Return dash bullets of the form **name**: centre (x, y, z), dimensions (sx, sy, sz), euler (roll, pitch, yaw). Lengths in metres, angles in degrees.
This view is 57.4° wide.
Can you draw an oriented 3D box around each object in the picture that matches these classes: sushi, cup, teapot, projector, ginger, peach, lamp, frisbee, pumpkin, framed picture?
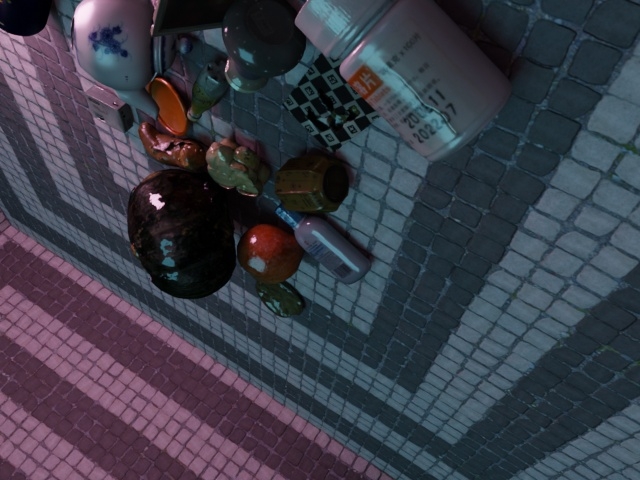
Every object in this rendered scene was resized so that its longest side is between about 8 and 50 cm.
- **sushi**: centre (0.040, -0.327, 1.365), dimensions (0.192, 0.043, 0.279), euler (43, 150, -8)
- **cup**: centre (-0.855, -0.752, 1.673), dimensions (0.179, 0.254, 0.256), euler (9, 165, -28)
- **teapot**: centre (-0.468, -0.508, 1.484), dimensions (0.280, 0.252, 0.423), euler (3, 122, -10)
- **teapot**: centre (-0.143, -0.426, 1.315), dimensions (0.183, 0.183, 0.251), euler (43, 160, -8)
- **projector**: centre (-0.712, -0.447, 1.982), dimensions (0.147, 0.061, 0.115), euler (29, 147, 15)
- **ginger**: centre (-0.471, -0.292, 1.886), dimensions (0.310, 0.107, 0.133), euler (22, 176, 37)
- **peach**: centre (-0.155, 0.038, 1.946), dimensions (0.233, 0.232, 0.232), euler (27, 148, 18)
- **lamp**: centre (-0.024, -0.149, 1.570), dimensions (0.185, 0.161, 0.161), euler (6, 137, 42)
- **frisbee**: centre (-0.457, -0.409, 1.779), dimensions (0.192, 0.035, 0.192), euler (32, 142, 29)
- **pumpkin**: centre (-0.459, -0.022, 1.947), dimensions (0.454, 0.344, 0.453), euler (166, 90, -78)
- **framed picture**: centre (-0.238, -0.535, 1.228), dimensions (0.020, 0.211, 0.289), euler (66, 150, 8)

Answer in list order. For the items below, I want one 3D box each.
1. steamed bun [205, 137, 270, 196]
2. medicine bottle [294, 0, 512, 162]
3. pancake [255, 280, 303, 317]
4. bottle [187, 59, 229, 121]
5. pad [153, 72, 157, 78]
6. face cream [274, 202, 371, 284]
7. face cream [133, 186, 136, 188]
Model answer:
- **steamed bun**: centre (-0.246, -0.231, 1.743), dimensions (0.178, 0.106, 0.192), euler (16, 152, 26)
- **medicine bottle**: centre (0.150, -0.337, 1.070), dimensions (0.371, 0.211, 0.211), euler (42, 150, -8)
- **pancake**: centre (-0.164, 0.225, 2.334), dimensions (0.222, 0.042, 0.236), euler (41, 147, 5)
- **bottle**: centre (-0.316, -0.398, 1.607), dimensions (0.083, 0.083, 0.270), euler (43, 151, -8)
- **pad**: centre (-0.499, -0.561, 1.636), dimensions (0.156, 0.004, 0.232), euler (44, 144, -9)
- **face cream**: centre (0.000, 0.000, 1.814), dimensions (0.337, 0.080, 0.163), euler (41, 151, -6)
- **face cream**: centre (-0.725, -0.194, 2.378), dimensions (0.083, 0.021, 0.040), euler (30, 148, 14)
